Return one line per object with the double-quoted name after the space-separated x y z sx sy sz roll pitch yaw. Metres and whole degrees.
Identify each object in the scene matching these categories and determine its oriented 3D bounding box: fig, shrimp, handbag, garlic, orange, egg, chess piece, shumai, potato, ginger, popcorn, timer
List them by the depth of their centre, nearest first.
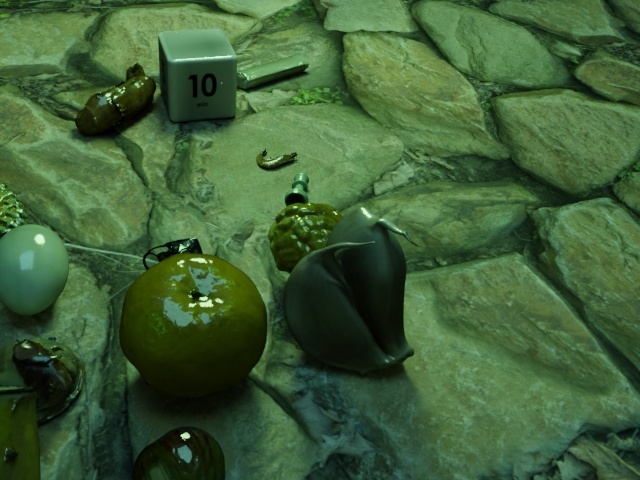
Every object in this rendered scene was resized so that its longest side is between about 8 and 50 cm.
-0.584 0.365 1.206 0.397 0.296 0.290 -11 -12 36 "potato"
-0.204 0.417 1.260 0.149 0.149 0.245 -12 54 -22 "fig"
-0.526 0.234 1.439 0.201 0.120 0.201 5 41 -4 "shumai"
-0.233 0.160 1.487 0.279 0.235 0.279 9 50 -10 "orange"
0.047 0.085 1.529 0.231 0.340 0.246 -15 44 -16 "garlic"
-0.587 0.061 1.622 0.151 0.151 0.209 -2 48 -11 "egg"
-0.321 0.055 1.715 0.139 0.115 0.072 1 36 22 "handbag"
0.000 0.000 1.743 0.226 0.200 0.203 11 45 3 "popcorn"
-0.052 -0.134 2.015 0.059 0.059 0.149 9 35 3 "chess piece"
-0.119 -0.226 2.144 0.114 0.023 0.083 -21 43 -25 "shrimp"
-0.549 -0.391 2.228 0.133 0.107 0.309 1 33 32 "ginger"
-0.349 -0.470 2.276 0.192 0.195 0.194 -8 42 -17 "timer"

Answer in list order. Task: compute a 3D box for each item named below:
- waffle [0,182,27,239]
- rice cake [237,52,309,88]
-0.774 -0.050 1.806 0.214 0.054 0.208 -15 47 -28 "waffle"
-0.150 -0.524 2.482 0.256 0.052 0.057 -25 82 -33 "rice cake"
